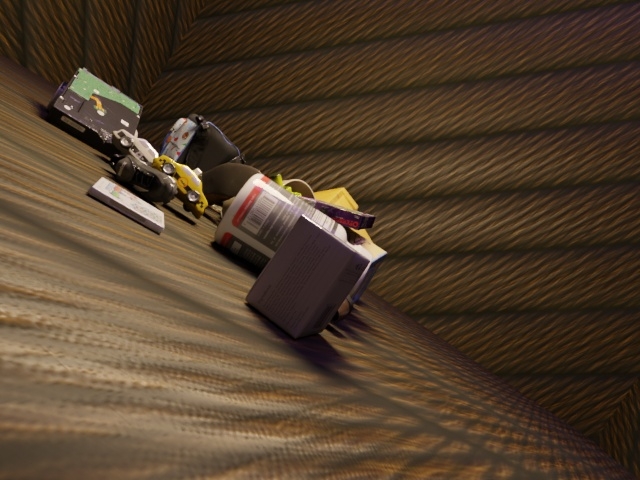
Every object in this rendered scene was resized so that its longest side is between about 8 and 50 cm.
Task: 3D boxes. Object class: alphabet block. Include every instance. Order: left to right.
[{"bbox_3d":[0.053,0.072,1.421,0.197,0.192,0.193,35,17,15],"label":"alphabet block"}]

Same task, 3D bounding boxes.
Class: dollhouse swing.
[{"bbox_3d":[0.000,0.000,1.891,0.315,0.347,0.305,-7,-65,32],"label":"dollhouse swing"}]

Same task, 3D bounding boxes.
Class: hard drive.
[{"bbox_3d":[-0.713,-0.412,1.524,0.237,0.064,0.339,32,27,-32],"label":"hard drive"}]

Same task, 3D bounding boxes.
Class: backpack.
[{"bbox_3d":[-0.455,-0.291,1.698,0.213,0.263,0.276,26,-10,37],"label":"backpack"}]

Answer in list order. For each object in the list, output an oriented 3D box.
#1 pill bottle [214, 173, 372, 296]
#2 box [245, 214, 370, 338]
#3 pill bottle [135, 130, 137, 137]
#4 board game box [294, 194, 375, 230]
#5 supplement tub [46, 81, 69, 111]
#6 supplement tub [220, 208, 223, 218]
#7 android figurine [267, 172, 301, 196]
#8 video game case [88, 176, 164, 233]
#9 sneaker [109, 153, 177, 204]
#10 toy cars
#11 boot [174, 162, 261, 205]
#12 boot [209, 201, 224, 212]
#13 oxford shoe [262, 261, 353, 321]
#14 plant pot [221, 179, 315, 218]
[{"bbox_3d":[-0.065,0.009,1.203,0.363,0.210,0.210,33,1,-6],"label":"pill bottle"},{"bbox_3d":[-0.016,0.070,0.869,0.119,0.182,0.181,34,2,16],"label":"box"},{"bbox_3d":[-0.794,-0.434,1.834,0.117,0.117,0.208,33,2,0],"label":"pill bottle"},{"bbox_3d":[0.047,-0.083,1.426,0.208,0.056,0.347,22,7,11],"label":"board game box"},{"bbox_3d":[-0.819,-0.443,1.624,0.190,0.117,0.117,33,1,-32],"label":"supplement tub"},{"bbox_3d":[-0.332,-0.099,1.770,0.071,0.071,0.107,33,2,-5],"label":"supplement tub"},{"bbox_3d":[-0.138,-0.055,1.404,0.056,0.273,0.248,5,23,39],"label":"android figurine"},{"bbox_3d":[-0.375,-0.071,0.929,0.143,0.019,0.157,33,1,-23],"label":"video game case"},{"bbox_3d":[-0.445,-0.155,1.157,0.234,0.078,0.106,30,2,36],"label":"sneaker"},{"bbox_3d":[-0.431,-0.199,1.309,0.394,0.087,0.176,31,-28,31],"label":"toy cars"},{"bbox_3d":[-0.318,-0.175,1.551,0.305,0.112,0.115,-6,-18,16],"label":"boot"},{"bbox_3d":[-0.418,-0.172,2.000,0.236,0.089,0.269,34,3,19],"label":"boot"},{"bbox_3d":[-0.038,0.112,1.067,0.227,0.083,0.096,24,19,13],"label":"oxford shoe"},{"bbox_3d":[-0.194,-0.090,1.606,0.274,0.256,0.256,11,-12,35],"label":"plant pot"}]
